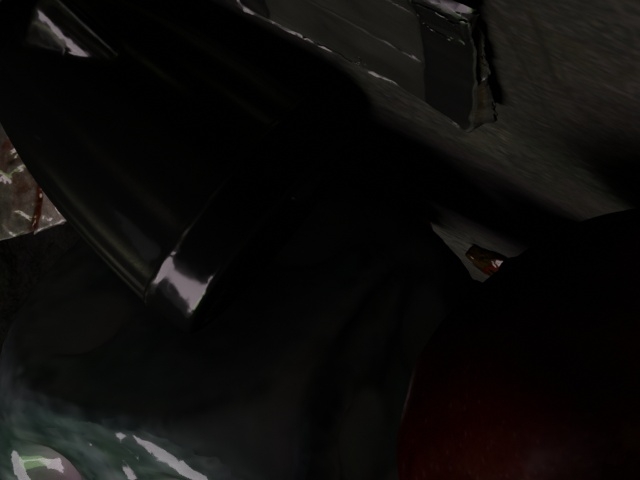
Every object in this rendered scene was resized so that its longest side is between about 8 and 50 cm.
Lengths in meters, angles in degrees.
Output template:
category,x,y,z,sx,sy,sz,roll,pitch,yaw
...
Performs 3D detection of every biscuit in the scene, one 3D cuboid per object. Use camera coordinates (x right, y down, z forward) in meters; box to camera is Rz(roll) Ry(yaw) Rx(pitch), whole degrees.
category,x,y,z,sx,sy,sz,roll,pitch,yaw
biscuit,0.214,0.044,1.779,0.130,0.019,0.119,29,177,-2

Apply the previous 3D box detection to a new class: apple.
category,x,y,z,sx,sy,sz,roll,pitch,yaw
apple,0.185,0.122,0.931,0.288,0.288,0.317,29,160,-3

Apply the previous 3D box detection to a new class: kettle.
category,x,y,z,sx,sy,sz,roll,pitch,yaw
kettle,-0.129,-0.095,1.248,0.271,0.207,0.251,39,-162,4

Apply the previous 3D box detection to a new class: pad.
category,x,y,z,sx,sy,sz,roll,pitch,yaw
pad,0.012,-0.125,0.869,0.174,0.022,0.233,29,176,12

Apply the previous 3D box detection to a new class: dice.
category,x,y,z,sx,sy,sz,roll,pitch,yaw
dice,-0.050,0.155,1.426,0.348,0.330,0.328,9,134,35

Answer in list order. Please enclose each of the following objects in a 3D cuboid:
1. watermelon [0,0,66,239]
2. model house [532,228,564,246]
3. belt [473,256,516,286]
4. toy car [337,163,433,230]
category,x,y,z,sx,sy,sz,roll,pitch,yaw
watermelon,-0.232,-0.114,1.568,0.193,0.232,0.310,-18,131,26
model house,0.217,0.104,1.233,0.267,0.194,0.325,27,170,25
belt,0.255,0.105,1.457,0.302,0.087,0.072,30,-171,21
toy car,0.000,0.000,1.691,0.270,0.181,0.212,30,167,-12
